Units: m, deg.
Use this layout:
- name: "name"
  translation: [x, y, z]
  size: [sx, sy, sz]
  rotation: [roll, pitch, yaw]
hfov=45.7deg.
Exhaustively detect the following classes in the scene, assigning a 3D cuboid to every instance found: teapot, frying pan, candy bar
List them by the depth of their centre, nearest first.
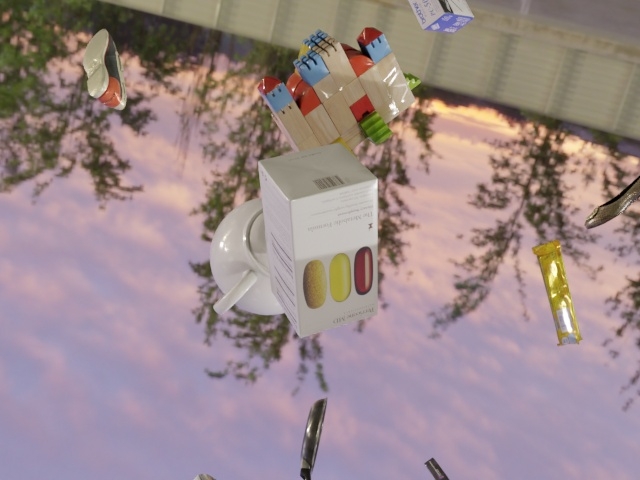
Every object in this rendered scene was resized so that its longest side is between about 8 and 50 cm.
- name: "candy bar"
  translation: [0.344, 0.080, 1.096]
  size: [0.040, 0.162, 0.018]
  rotation: [-16, -170, 6]
- name: "teapot"
  translation: [-0.091, 0.020, 1.475]
  size: [0.252, 0.256, 0.187]
  rotation: [2, 162, -20]
- name: "frying pan"
  translation: [-0.027, 0.551, 1.904]
  size: [0.053, 0.326, 0.197]
  rotation: [12, 155, 5]

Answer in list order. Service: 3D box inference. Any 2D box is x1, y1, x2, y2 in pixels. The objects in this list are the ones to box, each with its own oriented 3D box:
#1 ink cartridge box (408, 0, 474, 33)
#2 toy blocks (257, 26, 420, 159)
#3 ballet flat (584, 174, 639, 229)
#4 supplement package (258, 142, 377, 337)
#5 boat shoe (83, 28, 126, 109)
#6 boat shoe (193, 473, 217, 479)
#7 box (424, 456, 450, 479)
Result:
- name: "ink cartridge box"
  translation: [0.147, -0.411, 1.133]
  size: [0.046, 0.207, 0.097]
  rotation: [-31, 169, 37]
- name: "toy blocks"
  translation: [0.028, -0.336, 1.672]
  size: [0.261, 0.381, 0.191]
  rotation: [56, 175, -39]
- name: "ballet flat"
  translation: [0.737, -0.116, 1.827]
  size: [0.058, 0.250, 0.084]
  rotation: [50, -160, -4]
- name: "supplement package"
  translation: [0.000, 0.000, 1.142]
  size: [0.139, 0.244, 0.134]
  rotation: [-15, -145, -17]
- name: "boat shoe"
  translation: [-0.282, -0.227, 1.006]
  size: [0.043, 0.049, 0.137]
  rotation: [30, -148, -43]
- name: "boat shoe"
  translation: [-0.177, 0.612, 1.768]
  size: [0.258, 0.084, 0.095]
  rotation: [34, 176, 7]
- name: "box"
  translation: [0.290, 0.551, 1.620]
  size: [0.162, 0.029, 0.116]
  rotation: [54, 177, -22]
